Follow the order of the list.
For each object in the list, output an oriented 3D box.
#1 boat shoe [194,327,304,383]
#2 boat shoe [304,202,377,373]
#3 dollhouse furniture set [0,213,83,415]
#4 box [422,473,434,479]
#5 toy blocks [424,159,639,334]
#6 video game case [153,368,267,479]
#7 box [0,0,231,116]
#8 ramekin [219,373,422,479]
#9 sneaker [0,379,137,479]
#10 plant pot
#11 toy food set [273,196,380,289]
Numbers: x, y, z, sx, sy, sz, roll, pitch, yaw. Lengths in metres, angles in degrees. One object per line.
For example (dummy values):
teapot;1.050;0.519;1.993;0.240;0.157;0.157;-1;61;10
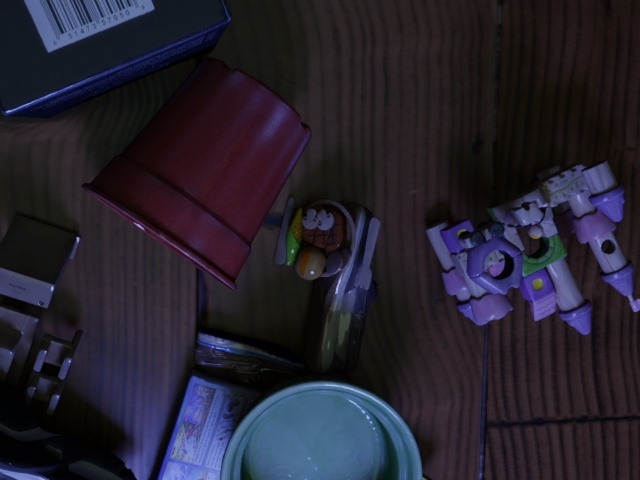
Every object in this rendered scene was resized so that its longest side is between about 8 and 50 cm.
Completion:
boat shoe;-0.119;0.198;1.505;0.183;0.066;0.066;17;99;-2
boat shoe;0.046;0.082;1.500;0.092;0.103;0.285;12;92;-24
dollhouse furniture set;-0.471;0.109;1.415;0.212;0.161;0.242;20;116;-11
box;0.106;0.457;1.537;0.109;0.042;0.178;36;89;-11
toy blocks;0.357;0.047;1.435;0.289;0.309;0.260;-26;95;-5
video game case;-0.141;0.375;1.521;0.244;0.061;0.269;18;94;-13
box;-0.304;-0.315;1.231;0.294;0.395;0.211;-25;100;-7
ramekin;-0.004;0.353;1.423;0.304;0.148;0.303;0;92;-6
sneaker;-0.515;0.362;1.357;0.257;0.169;0.447;-43;113;15
plant pot;-0.167;-0.110;1.364;0.272;0.272;0.265;35;83;-12
toy food set;0.000;0.000;1.443;0.039;0.192;0.132;6;96;-54
